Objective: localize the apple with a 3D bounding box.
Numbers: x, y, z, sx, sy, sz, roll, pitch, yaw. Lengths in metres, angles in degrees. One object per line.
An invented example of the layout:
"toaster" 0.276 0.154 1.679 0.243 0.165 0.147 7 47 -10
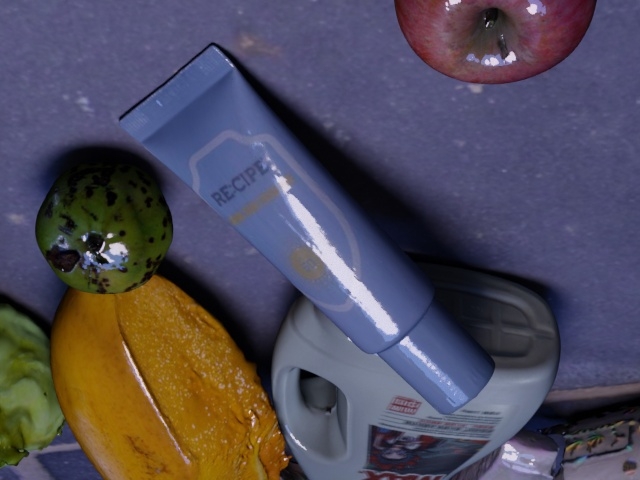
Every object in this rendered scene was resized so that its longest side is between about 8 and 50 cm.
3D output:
"apple" 0.129 -0.194 1.404 0.153 0.120 0.153 4 138 3

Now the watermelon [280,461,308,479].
"watermelon" -0.067 0.266 2.098 0.155 0.080 0.101 -34 165 36

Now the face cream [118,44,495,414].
"face cream" 0.000 0.000 1.643 0.385 0.086 0.135 45 130 -13

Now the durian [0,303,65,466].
"durian" -0.383 0.163 1.853 0.339 0.204 0.256 -28 145 36

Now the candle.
"candle" 0.328 0.260 1.949 0.330 0.187 0.187 -16 139 26

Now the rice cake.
"rice cake" 0.152 0.291 2.033 0.072 0.056 0.365 19 144 -13

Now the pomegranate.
"pomegranate" -0.188 -0.012 1.693 0.122 0.122 0.161 0 -179 5

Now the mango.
"mango" -0.155 0.156 1.834 0.199 0.201 0.350 -20 130 13

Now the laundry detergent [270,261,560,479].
"laundry detergent" 0.060 0.175 1.905 0.264 0.125 0.398 10 145 -11
